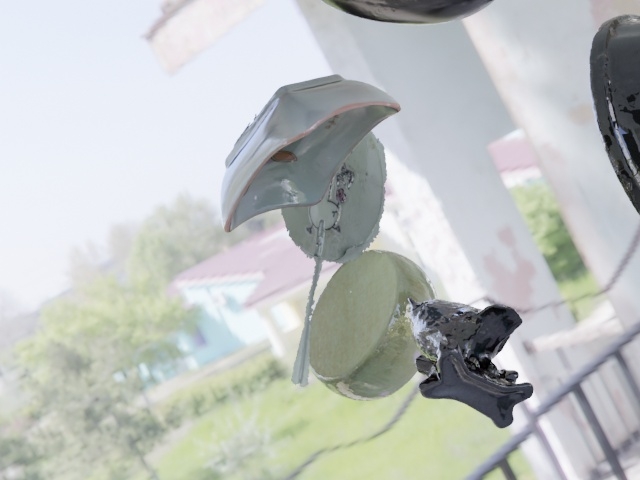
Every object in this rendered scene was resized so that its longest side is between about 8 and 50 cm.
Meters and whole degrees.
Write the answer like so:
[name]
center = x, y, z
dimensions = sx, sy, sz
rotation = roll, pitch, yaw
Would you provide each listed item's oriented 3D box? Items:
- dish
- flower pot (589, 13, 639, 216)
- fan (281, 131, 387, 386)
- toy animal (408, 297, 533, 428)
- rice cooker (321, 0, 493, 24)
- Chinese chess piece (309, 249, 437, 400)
[dish]
center = -0.027, -0.105, 1.366
dimensions = 0.151, 0.077, 0.212
rotation = -20, -18, -38
[flower pot]
center = 0.559, -0.185, 1.663
dimensions = 0.251, 0.379, 0.379
rotation = -27, 2, 40
[fan]
center = -0.001, 0.000, 1.768
dimensions = 0.012, 0.415, 0.233
rotation = -2, -19, 45
[toy animal]
center = 0.144, 0.090, 1.317
dimensions = 0.117, 0.121, 0.210
rotation = -64, 22, 19
[rice cooker]
center = 0.082, -0.337, 1.139
dimensions = 0.267, 0.267, 0.224
rotation = -27, -33, -2
[Chinese chess piece]
center = 0.083, 0.138, 2.035
dimensions = 0.250, 0.101, 0.250
rotation = -38, 38, 37
